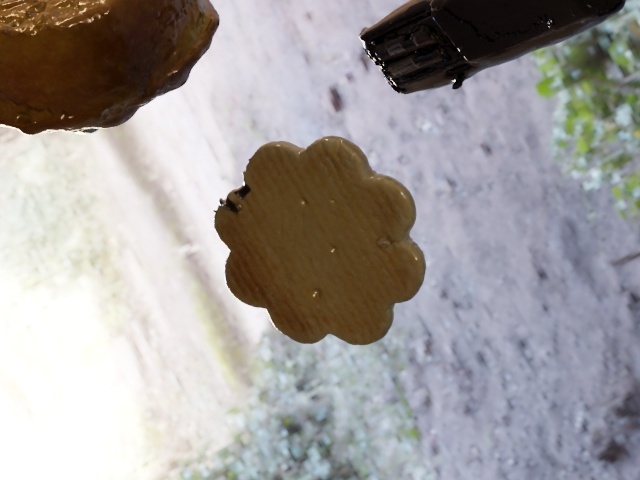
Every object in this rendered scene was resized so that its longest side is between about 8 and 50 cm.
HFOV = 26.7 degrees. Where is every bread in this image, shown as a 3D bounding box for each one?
[{"bbox_3d":[0.000,0.000,1.834,0.316,0.316,0.054,63,-152,-6],"label":"bread"},{"bbox_3d":[-0.187,-0.171,1.099,0.139,0.229,0.143,41,160,44],"label":"bread"}]

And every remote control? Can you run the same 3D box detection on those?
[{"bbox_3d":[0.190,-0.268,1.654,0.144,0.062,0.398,47,150,-17],"label":"remote control"}]

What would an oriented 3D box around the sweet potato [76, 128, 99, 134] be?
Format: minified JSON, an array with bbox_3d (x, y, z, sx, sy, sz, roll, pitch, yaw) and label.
[{"bbox_3d":[-0.235,-0.152,1.320,0.206,0.068,0.060,55,170,53],"label":"sweet potato"}]
